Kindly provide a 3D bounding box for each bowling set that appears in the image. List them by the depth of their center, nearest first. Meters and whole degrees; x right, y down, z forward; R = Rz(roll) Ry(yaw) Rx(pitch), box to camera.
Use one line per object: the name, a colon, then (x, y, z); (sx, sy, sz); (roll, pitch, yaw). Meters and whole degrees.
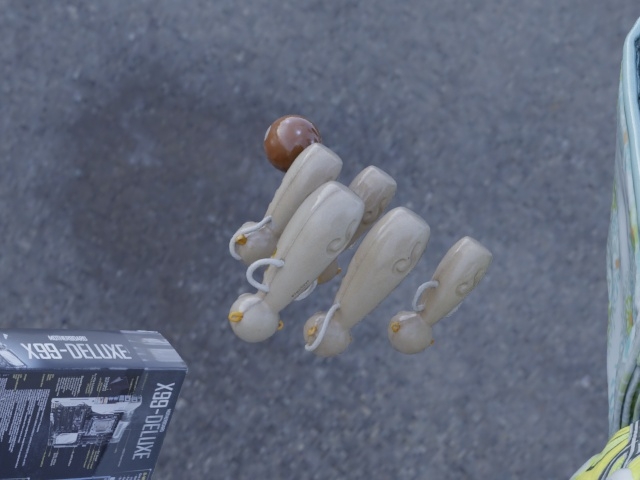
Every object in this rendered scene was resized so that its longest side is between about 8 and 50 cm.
bowling set: (0.000, 0.000, 1.401); (0.287, 0.154, 0.200); (22, 20, -50)

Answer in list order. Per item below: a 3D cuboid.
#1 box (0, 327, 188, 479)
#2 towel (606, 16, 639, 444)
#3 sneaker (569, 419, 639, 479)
box: (-0.288, 0.234, 1.536); (0.242, 0.307, 0.076); (2, 26, -37)
towel: (0.316, 0.022, 1.479); (0.090, 0.320, 0.374); (3, 57, 6)
sneaker: (0.252, 0.164, 1.035); (0.145, 0.384, 0.147); (38, 73, -6)
